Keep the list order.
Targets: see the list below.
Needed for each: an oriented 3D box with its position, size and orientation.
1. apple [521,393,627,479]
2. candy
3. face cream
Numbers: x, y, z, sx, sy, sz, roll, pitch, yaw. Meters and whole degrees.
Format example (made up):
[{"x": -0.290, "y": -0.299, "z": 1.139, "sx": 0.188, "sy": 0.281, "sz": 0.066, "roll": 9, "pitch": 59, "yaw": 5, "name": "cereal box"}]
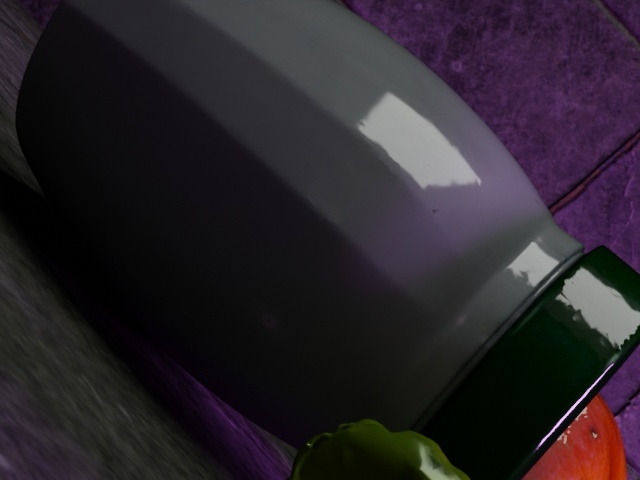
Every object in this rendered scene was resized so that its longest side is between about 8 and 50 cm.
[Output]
[{"x": 0.133, "y": 0.177, "z": 1.088, "sx": 0.164, "sy": 0.209, "sz": 0.209, "roll": 26, "pitch": -11, "yaw": 28, "name": "apple"}, {"x": 0.031, "y": 0.146, "z": 0.679, "sx": 0.096, "sy": 0.097, "sz": 0.209, "roll": 48, "pitch": -8, "yaw": 20, "name": "candy"}, {"x": 0.000, "y": 0.000, "z": 0.860, "sx": 0.357, "sy": 0.219, "sz": 0.312, "roll": 42, "pitch": -11, "yaw": 12, "name": "face cream"}]
